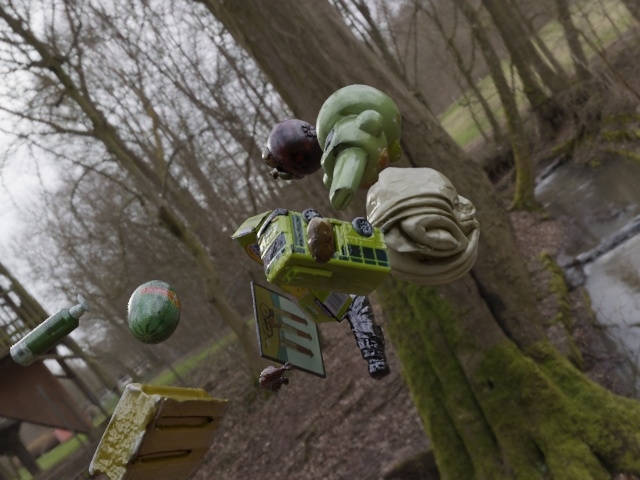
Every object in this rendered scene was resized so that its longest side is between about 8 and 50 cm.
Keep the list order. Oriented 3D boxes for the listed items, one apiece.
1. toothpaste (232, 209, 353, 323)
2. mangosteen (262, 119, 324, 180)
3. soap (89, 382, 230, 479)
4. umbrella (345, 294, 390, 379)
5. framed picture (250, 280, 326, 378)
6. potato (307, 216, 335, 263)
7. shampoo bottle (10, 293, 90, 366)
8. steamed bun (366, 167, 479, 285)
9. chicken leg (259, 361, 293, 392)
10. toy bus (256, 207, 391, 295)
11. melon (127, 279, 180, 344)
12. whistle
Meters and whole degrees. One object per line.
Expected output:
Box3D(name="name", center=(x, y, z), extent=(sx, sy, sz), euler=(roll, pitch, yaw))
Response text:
Box3D(name="toothpaste", center=(-0.064, 0.072, 1.591), extent=(0.110, 0.327, 0.077), euler=(-15, 32, 54))
Box3D(name="mangosteen", center=(-0.079, -0.255, 1.908), extent=(0.200, 0.200, 0.200), euler=(-38, 2, 1))
Box3D(name="soap", center=(-0.325, 0.405, 1.370), extent=(0.199, 0.091, 0.315), euler=(-65, -21, -4))
Box3D(name="umbrella", center=(0.105, 0.228, 1.805), extent=(0.113, 0.357, 0.106), euler=(20, -52, -38))
Box3D(name="framed picture", center=(-0.095, 0.280, 2.002), extent=(0.013, 0.244, 0.324), euler=(-27, -35, 26))
Box3D(name="potato", center=(0.000, 0.000, 1.142), extent=(0.051, 0.083, 0.040), euler=(-4, 9, 23))
Box3D(name="shampoo bottle", center=(-0.629, 0.210, 1.532), extent=(0.204, 0.065, 0.065), euler=(-38, 2, 2))
Box3D(name="steamed bun", center=(0.238, -0.011, 1.571), extent=(0.276, 0.289, 0.203), euler=(3, 30, 17))
Box3D(name="chicken leg", center=(-0.131, 0.392, 1.879), extent=(0.090, 0.048, 0.219), euler=(-6, -29, -12))
Box3D(name="toy bus", center=(0.007, 0.030, 1.387), extent=(0.262, 0.150, 0.128), euler=(9, -37, -26))
Box3D(name="melon", center=(-0.577, 0.241, 2.267), extent=(0.182, 0.182, 0.287), euler=(-37, 31, 12))
Box3D(name="whistle", center=(0.064, -0.130, 0.956), extent=(0.141, 0.141, 0.294), euler=(-37, 34, 24))
